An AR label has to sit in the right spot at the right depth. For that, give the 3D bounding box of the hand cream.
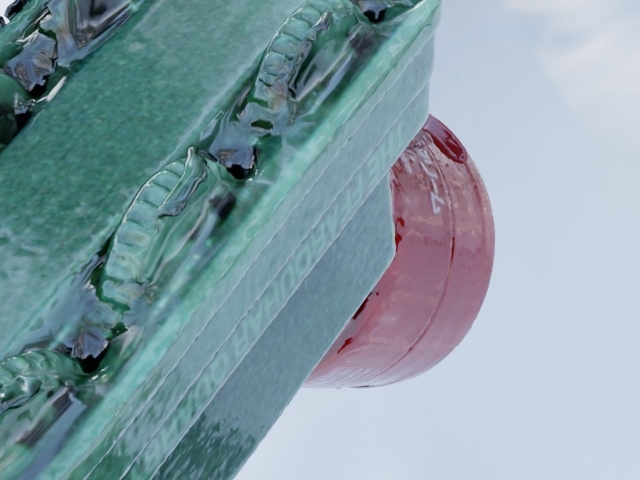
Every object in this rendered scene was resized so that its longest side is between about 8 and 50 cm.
[{"bbox_3d":[0.000,0.000,1.273,0.230,0.230,0.149,-7,-7,38],"label":"hand cream"}]

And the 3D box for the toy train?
[{"bbox_3d":[-0.077,0.027,0.584,0.139,0.178,0.330,21,53,24],"label":"toy train"}]
